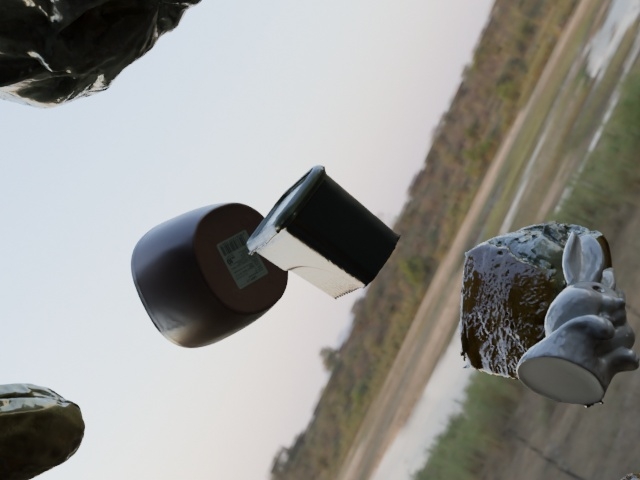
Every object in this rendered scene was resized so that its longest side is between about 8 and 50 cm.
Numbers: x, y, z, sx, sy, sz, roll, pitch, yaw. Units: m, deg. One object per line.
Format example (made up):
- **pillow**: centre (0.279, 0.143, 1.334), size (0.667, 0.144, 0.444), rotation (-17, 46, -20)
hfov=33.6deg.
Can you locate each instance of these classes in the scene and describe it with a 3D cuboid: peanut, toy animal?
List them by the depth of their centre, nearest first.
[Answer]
- **peanut**: centre (-0.400, 0.208, 1.175), size (0.130, 0.290, 0.130), rotation (-16, 69, 50)
- **toy animal**: centre (0.314, 0.075, 1.206), size (0.131, 0.104, 0.221), rotation (-38, 18, 53)

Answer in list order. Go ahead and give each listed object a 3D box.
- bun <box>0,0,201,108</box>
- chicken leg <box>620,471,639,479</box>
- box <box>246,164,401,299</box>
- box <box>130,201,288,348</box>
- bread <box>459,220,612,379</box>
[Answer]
- **bun**: centre (-0.272, -0.271, 1.127), size (0.354, 0.194, 0.354), rotation (-28, -23, -13)
- **chicken leg**: centre (0.427, 0.414, 1.510), size (0.322, 0.083, 0.177), rotation (-40, -25, -27)
- **box**: centre (0.000, 0.000, 1.704), size (0.138, 0.178, 0.274), rotation (-54, 6, -15)
- **box**: centre (-0.222, 0.060, 2.237), size (0.216, 0.301, 0.301), rotation (-27, 27, 48)
- **bread**: centre (0.396, 0.105, 1.919), size (0.250, 0.225, 0.279), rotation (-4, 86, 56)
